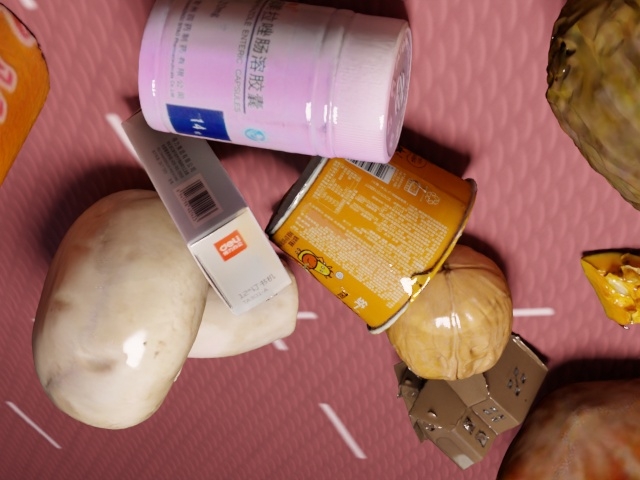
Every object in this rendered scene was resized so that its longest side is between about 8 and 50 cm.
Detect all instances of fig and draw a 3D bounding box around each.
[{"bbox_3d":[0.313,-0.088,0.891,0.286,0.369,0.286,14,137,14],"label":"fig"}]

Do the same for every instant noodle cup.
[{"bbox_3d":[0.051,-0.026,1.219,0.172,0.216,0.216,34,142,-7],"label":"instant noodle cup"}]

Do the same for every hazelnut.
[{"bbox_3d":[0.403,0.355,1.481,0.365,0.366,0.366,11,144,8],"label":"hazelnut"}]

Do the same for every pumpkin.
[{"bbox_3d":[0.444,0.111,1.244,0.280,0.190,0.139,-6,140,30],"label":"pumpkin"}]

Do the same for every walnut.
[{"bbox_3d":[0.163,0.091,1.363,0.165,0.165,0.197,3,140,19],"label":"walnut"}]

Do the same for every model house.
[{"bbox_3d":[0.157,0.182,1.510,0.248,0.176,0.181,43,141,-7],"label":"model house"}]

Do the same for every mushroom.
[{"bbox_3d":[-0.232,0.065,1.400,0.315,0.356,0.315,47,165,16],"label":"mushroom"}]

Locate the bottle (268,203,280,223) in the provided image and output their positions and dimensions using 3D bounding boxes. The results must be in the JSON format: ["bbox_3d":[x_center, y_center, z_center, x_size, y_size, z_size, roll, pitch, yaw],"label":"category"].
[{"bbox_3d":[0.000,0.000,1.394,0.140,0.053,0.053,32,142,-19],"label":"bottle"}]

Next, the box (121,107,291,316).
[{"bbox_3d":[-0.134,-0.046,1.224,0.079,0.269,0.135,-31,135,-4],"label":"box"}]

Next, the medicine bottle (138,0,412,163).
[{"bbox_3d":[-0.042,-0.169,1.097,0.253,0.152,0.152,9,144,11],"label":"medicine bottle"}]

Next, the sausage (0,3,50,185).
[{"bbox_3d":[-0.460,-0.125,1.213,0.233,0.287,0.233,8,140,7],"label":"sausage"}]
